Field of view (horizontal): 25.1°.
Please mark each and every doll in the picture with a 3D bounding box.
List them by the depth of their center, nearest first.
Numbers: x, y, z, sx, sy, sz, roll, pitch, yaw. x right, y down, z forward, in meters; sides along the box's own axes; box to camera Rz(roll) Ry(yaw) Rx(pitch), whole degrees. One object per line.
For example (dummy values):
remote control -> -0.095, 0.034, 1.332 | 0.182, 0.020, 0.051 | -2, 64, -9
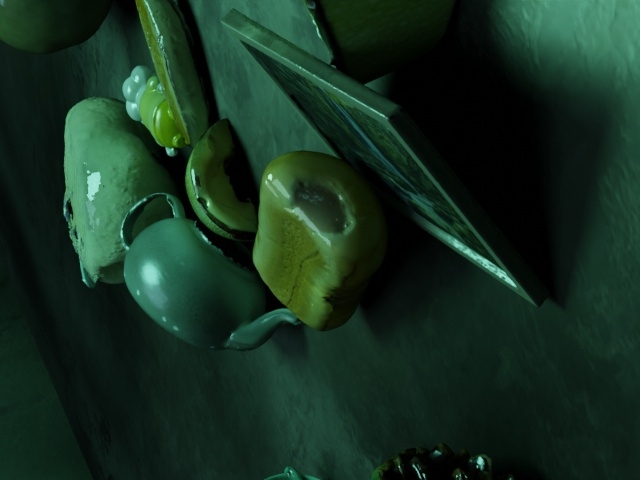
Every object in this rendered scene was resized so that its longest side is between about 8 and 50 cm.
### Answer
doll -> -0.218, -0.179, 1.938 | 0.162, 0.062, 0.106 | 42, 141, 52

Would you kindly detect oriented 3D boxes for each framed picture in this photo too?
framed picture -> 0.049, -0.077, 1.231 | 0.240, 0.020, 0.324 | 48, 175, -35

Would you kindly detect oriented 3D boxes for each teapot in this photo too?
teapot -> -0.153, 0.048, 1.832 | 0.294, 0.129, 0.193 | 46, -168, 27

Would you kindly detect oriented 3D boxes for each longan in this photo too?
longan -> -0.389, -0.383, 1.973 | 0.248, 0.248, 0.248 | 53, 154, 41

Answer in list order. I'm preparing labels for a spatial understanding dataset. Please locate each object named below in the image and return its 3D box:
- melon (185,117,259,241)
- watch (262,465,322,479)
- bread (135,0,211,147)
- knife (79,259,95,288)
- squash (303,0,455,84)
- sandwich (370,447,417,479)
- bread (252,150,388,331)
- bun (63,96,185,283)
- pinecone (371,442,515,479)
melon -> -0.134, -0.059, 1.801 | 0.160, 0.079, 0.128 | 69, 159, 5
watch -> -0.034, 0.390, 1.797 | 0.237, 0.195, 0.068 | -116, 17, -46
bread -> -0.178, -0.221, 1.807 | 0.073, 0.053, 0.214 | -150, 42, -67
knife -> -0.342, 0.004, 2.254 | 0.080, 0.044, 0.331 | 61, -171, -9
squash -> 0.027, -0.239, 1.220 | 0.220, 0.133, 0.220 | 155, 90, -86
sandwich -> 0.058, 0.366, 1.574 | 0.301, 0.162, 0.250 | -28, 78, 67
bread -> 0.000, 0.000, 1.441 | 0.142, 0.091, 0.305 | 51, 165, 9
bun -> -0.290, -0.072, 2.082 | 0.273, 0.168, 0.272 | 170, 90, -75
pinecone -> 0.104, 0.301, 1.331 | 0.221, 0.221, 0.221 | 53, 154, 41
